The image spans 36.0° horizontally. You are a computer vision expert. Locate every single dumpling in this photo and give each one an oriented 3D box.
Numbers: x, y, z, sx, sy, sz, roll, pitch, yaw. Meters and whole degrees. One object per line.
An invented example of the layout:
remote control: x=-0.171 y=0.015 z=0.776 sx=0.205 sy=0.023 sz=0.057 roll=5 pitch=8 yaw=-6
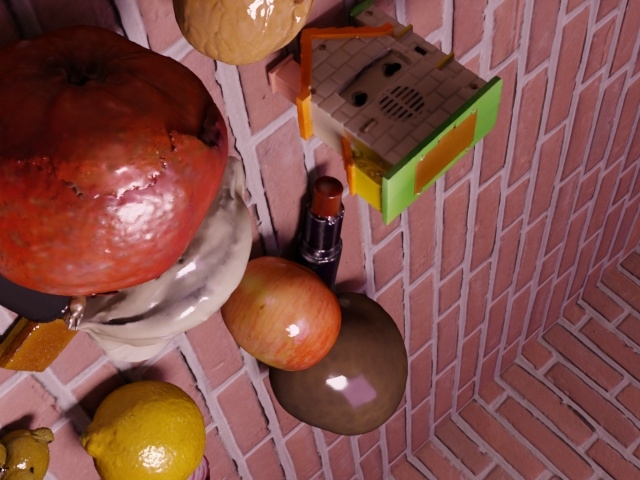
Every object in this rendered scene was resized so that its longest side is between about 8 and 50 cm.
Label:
dumpling: x=-0.183 y=0.049 z=1.337 sx=0.318 sy=0.187 sz=0.243 roll=-44 pitch=151 yaw=-14

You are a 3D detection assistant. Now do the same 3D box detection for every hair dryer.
hair dryer: x=-0.321 y=-0.036 z=1.153 sx=0.251 sy=0.089 sz=0.197 roll=-54 pitch=153 yaw=-6

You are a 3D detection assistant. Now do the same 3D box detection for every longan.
longan: x=0.034 y=0.232 z=1.893 sx=0.243 sy=0.300 sz=0.300 roll=-13 pitch=173 yaw=33

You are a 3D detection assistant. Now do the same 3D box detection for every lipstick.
lipstick: x=0.000 y=0.000 z=1.675 sx=0.081 sy=0.081 sz=0.299 roll=-33 pitch=152 yaw=-28

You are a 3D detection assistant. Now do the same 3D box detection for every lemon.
lemon: x=-0.280 y=0.318 z=1.583 sx=0.187 sy=0.187 sz=0.244 roll=-53 pitch=149 yaw=13

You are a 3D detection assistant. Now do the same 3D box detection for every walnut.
walnut: x=-0.078 y=-0.288 z=1.053 sx=0.165 sy=0.165 sz=0.197 roll=-22 pitch=148 yaw=-42

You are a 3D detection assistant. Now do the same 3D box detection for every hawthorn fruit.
hawthorn fruit: x=-0.240 y=-0.049 z=0.992 sx=0.276 sy=0.276 sz=0.307 roll=-18 pitch=131 yaw=-46

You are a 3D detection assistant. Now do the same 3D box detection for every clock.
clock: x=0.073 y=-0.187 z=1.315 sx=0.220 sy=0.255 sz=0.106 roll=-41 pitch=155 yaw=-19

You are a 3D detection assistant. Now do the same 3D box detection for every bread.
bread: x=-0.382 y=0.133 z=1.330 sx=0.094 sy=0.035 sz=0.090 roll=-50 pitch=154 yaw=6

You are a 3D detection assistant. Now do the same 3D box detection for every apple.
apple: x=-0.063 y=0.114 z=1.614 sx=0.164 sy=0.209 sz=0.209 roll=-53 pitch=154 yaw=6

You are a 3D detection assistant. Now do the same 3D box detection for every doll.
doll: x=-0.478 y=0.338 z=1.413 sx=0.209 sy=0.097 sz=0.137 roll=-8 pitch=141 yaw=-45

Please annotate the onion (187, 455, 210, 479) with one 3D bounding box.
onion: x=-0.302 y=0.467 z=1.822 sx=0.206 sy=0.151 sz=0.098 roll=-3 pitch=147 yaw=-34
